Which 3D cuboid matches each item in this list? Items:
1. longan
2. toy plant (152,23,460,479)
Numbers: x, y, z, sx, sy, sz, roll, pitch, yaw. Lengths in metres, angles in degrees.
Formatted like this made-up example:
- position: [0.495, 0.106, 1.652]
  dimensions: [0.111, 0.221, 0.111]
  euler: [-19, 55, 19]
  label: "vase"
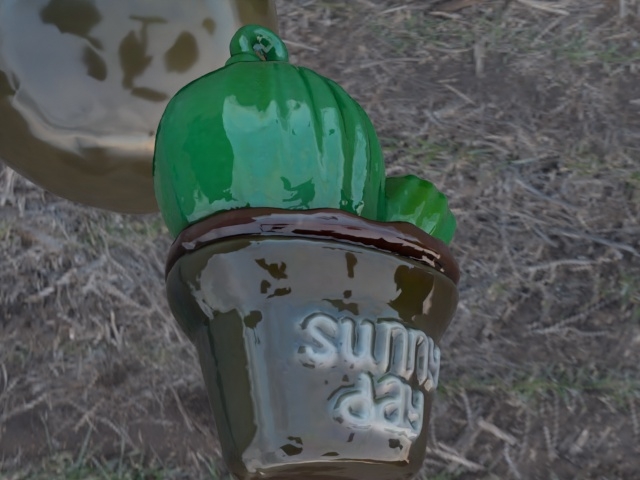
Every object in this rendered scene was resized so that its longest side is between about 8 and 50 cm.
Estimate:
- position: [-0.151, -0.147, 0.749]
  dimensions: [0.258, 0.258, 0.258]
  euler: [-3, 102, -15]
  label: "longan"
- position: [0.000, 0.000, 0.415]
  dimensions: [0.143, 0.105, 0.200]
  euler: [14, 59, -32]
  label: "toy plant"
